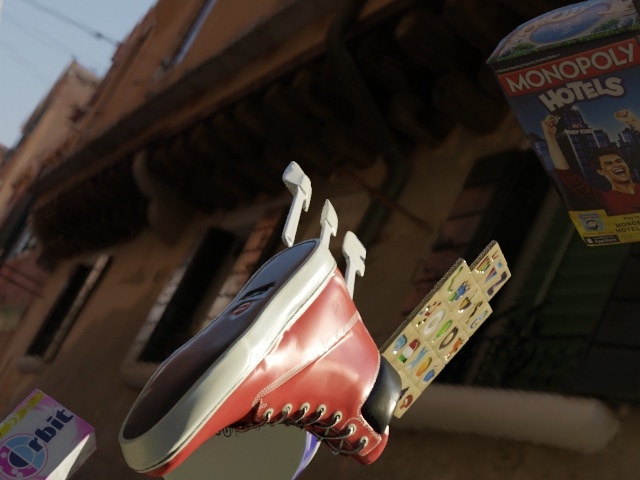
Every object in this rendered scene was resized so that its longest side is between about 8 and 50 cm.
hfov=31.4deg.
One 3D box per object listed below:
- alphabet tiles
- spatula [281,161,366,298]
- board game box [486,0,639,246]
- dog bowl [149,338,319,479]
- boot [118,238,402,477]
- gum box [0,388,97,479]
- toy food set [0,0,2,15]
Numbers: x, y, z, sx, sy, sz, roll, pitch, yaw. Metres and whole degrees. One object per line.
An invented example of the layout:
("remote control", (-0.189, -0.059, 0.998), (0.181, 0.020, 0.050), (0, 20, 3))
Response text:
("alphabet tiles", (0.158, 0.153, 1.685), (0.011, 0.342, 0.285), (40, -3, 24))
("spatula", (0.000, 0.000, 1.434), (0.168, 0.019, 0.242), (55, 19, -17))
("board game box", (0.200, -0.093, 0.611), (0.194, 0.060, 0.194), (-7, -52, 39))
("dog bowl", (-0.132, 0.265, 1.717), (0.264, 0.265, 0.104), (24, 13, 10))
("boot", (-0.029, 0.134, 0.863), (0.088, 0.244, 0.176), (-15, -68, 45))
("gum box", (-0.398, 0.298, 1.538), (0.107, 0.188, 0.062), (31, -35, 16))
("toy food set", (-0.540, -0.264, 1.361), (0.306, 0.092, 0.220), (2, -21, -19))
